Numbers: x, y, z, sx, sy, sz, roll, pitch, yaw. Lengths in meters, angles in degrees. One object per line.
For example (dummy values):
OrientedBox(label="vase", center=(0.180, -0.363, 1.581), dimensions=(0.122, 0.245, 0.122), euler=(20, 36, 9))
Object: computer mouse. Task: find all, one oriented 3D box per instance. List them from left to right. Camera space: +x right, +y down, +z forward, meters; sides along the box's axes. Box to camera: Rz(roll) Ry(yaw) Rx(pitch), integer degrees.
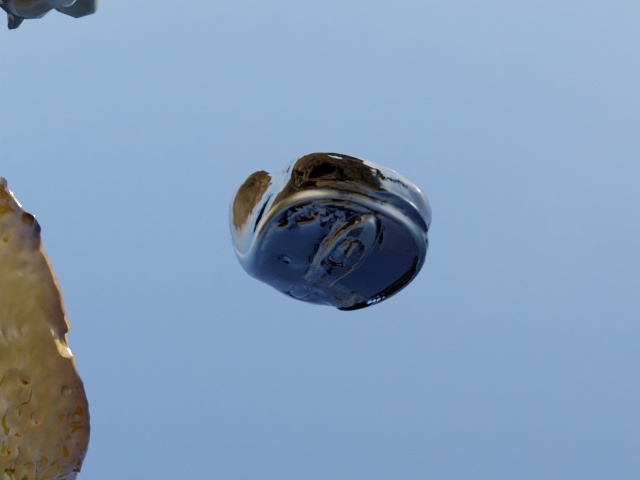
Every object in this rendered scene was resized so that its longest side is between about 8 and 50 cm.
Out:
OrientedBox(label="computer mouse", center=(0.000, 0.000, 1.346), dimensions=(0.233, 0.137, 0.096), euler=(149, -44, -71))

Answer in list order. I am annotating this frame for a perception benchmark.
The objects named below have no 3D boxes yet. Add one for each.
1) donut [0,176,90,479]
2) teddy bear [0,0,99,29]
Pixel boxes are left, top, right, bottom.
OrientedBox(label="donut", center=(-0.365, 0.038, 1.090), dimensions=(0.435, 0.377, 0.163), euler=(20, -138, 27))
OrientedBox(label="teddy bear", center=(-0.184, -0.219, 0.590), dimensions=(0.224, 0.357, 0.367), euler=(-40, -170, -32))
